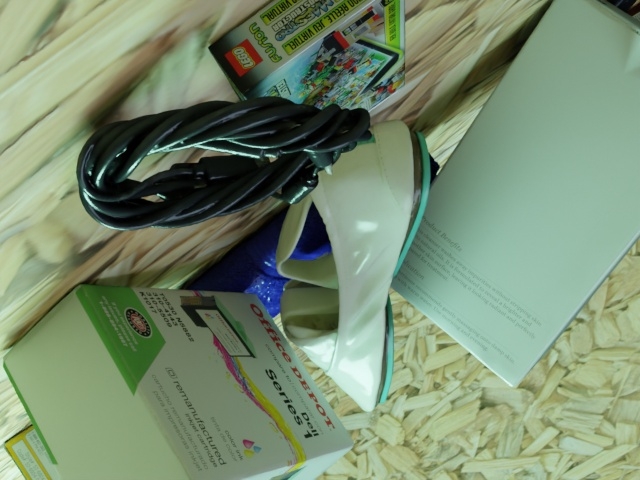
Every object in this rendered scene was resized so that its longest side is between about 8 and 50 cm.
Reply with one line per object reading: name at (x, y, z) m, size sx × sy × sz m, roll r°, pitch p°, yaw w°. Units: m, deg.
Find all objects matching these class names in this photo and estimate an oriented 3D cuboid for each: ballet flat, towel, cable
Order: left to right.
cable at (-0.056, -0.045, 0.557) m, size 0.184 × 0.047 × 0.150 m, roll -3°, pitch 168°, yaw -43°
towel at (0.000, 0.000, 1.070) m, size 0.308 × 0.076 × 0.227 m, roll -39°, pitch 172°, yaw 16°
ballet flat at (0.018, 0.038, 0.943) m, size 0.139 × 0.139 × 0.400 m, roll -31°, pitch 148°, yaw -28°

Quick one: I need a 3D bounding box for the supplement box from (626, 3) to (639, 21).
supplement box at (0.424, -0.224, 1.340) m, size 0.194 × 0.129 × 0.191 m, roll -32°, pitch 170°, yaw -23°

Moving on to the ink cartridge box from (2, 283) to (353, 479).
ink cartridge box at (-0.117, 0.153, 0.858) m, size 0.117 × 0.201 × 0.278 m, roll -42°, pitch 159°, yaw 18°

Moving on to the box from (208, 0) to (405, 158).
box at (0.001, -0.113, 0.615) m, size 0.114 × 0.036 × 0.207 m, roll -36°, pitch 171°, yaw 0°

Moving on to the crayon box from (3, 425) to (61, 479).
crayon box at (-0.206, 0.256, 1.201) m, size 0.323 × 0.203 × 0.083 m, roll -33°, pitch 171°, yaw -18°

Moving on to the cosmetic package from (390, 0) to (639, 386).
cosmetic package at (0.257, -0.059, 1.024) m, size 0.385 × 0.217 × 0.156 m, roll -55°, pitch 164°, yaw 23°

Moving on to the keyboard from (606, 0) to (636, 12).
keyboard at (0.360, -0.295, 1.085) m, size 0.108 × 0.023 × 0.180 m, roll -26°, pitch 169°, yaw -19°
